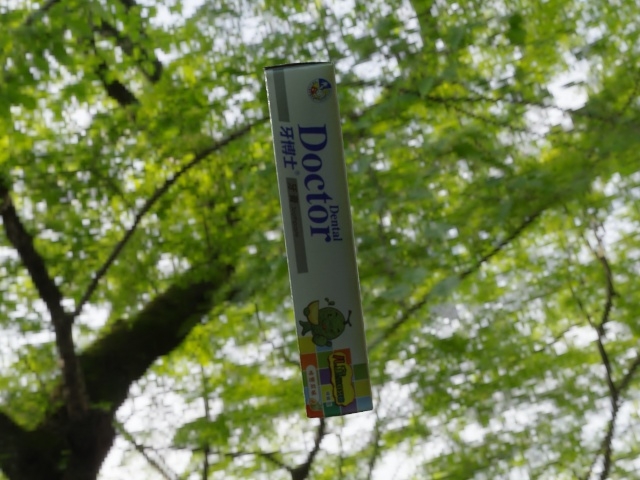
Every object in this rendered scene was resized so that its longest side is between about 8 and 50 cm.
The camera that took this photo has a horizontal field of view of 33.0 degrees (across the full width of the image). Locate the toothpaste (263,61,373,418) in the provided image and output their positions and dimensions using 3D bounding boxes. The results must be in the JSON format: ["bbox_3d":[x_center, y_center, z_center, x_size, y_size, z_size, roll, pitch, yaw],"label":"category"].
[{"bbox_3d":[0.000,0.000,0.506,0.034,0.164,0.046,-7,6,-2],"label":"toothpaste"}]
